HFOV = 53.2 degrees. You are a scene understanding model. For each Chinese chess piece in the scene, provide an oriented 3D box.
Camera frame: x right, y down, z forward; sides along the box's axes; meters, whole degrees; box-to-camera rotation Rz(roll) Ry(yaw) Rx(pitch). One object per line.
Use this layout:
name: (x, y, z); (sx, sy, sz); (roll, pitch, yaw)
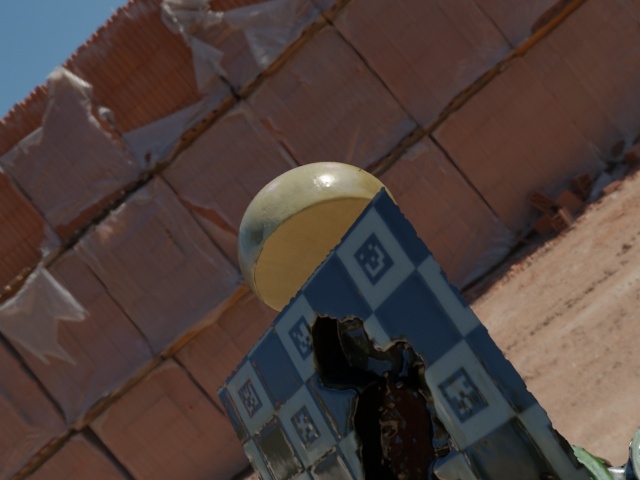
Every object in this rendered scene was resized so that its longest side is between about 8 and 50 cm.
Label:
Chinese chess piece: (0.000, 0.000, 0.948); (0.250, 0.251, 0.097); (-38, 47, 12)

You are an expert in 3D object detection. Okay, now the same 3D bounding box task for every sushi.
sushi: (0.070, 0.193, 0.562); (0.064, 0.343, 0.359); (-10, -32, -42)

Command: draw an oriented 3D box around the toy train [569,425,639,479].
toy train: (0.307, 0.336, 0.656); (0.307, 0.249, 0.173); (-2, -36, -19)
